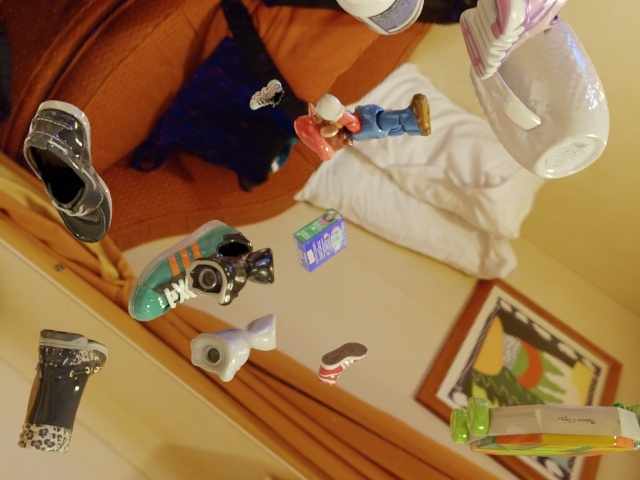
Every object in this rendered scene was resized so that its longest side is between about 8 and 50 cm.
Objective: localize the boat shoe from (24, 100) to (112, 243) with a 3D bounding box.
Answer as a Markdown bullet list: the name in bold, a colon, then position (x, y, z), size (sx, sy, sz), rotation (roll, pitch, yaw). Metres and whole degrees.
- **boat shoe**: position (-0.327, -0.067, 0.839), size (0.233, 0.084, 0.079), rotation (97, -5, -52)

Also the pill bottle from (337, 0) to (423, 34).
- **pill bottle**: position (0.115, -0.535, 1.362), size (0.153, 0.153, 0.265), rotation (-56, 164, 17)

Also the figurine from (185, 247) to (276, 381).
- **figurine**: position (-0.140, 0.124, 1.180), size (0.209, 0.092, 0.215), rotation (-13, 103, -62)

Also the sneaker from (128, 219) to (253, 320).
- **sneaker**: position (-0.268, 0.068, 1.374), size (0.302, 0.121, 0.108), rotation (-46, 143, -33)

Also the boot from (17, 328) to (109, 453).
- **boot**: position (-0.411, 0.244, 1.037), size (0.236, 0.085, 0.178), rotation (109, -12, -72)

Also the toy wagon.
- **toy wagon**: position (0.346, 0.301, 1.022), size (0.344, 0.267, 0.068), rotation (94, -1, -67)

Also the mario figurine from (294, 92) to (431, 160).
- **mario figurine**: position (0.092, -0.301, 1.521), size (0.198, 0.321, 0.170), rotation (70, 19, -48)

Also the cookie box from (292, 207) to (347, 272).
- **cookie box**: position (0.000, 0.000, 1.337), size (0.107, 0.040, 0.092), rotation (-35, 141, -23)

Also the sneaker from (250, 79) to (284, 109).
- **sneaker**: position (-0.133, -0.352, 1.627), size (0.098, 0.069, 0.038), rotation (-41, 142, 19)

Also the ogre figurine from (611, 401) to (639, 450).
- **ogre figurine**: position (0.792, 0.479, 1.664), size (0.118, 0.197, 0.097), rotation (-22, 123, -13)

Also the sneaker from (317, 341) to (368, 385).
- **sneaker**: position (0.041, 0.247, 1.295), size (0.118, 0.042, 0.067), rotation (-12, 132, -38)

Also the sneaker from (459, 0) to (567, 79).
- **sneaker**: position (0.245, -0.278, 0.818), size (0.104, 0.095, 0.236), rotation (-20, 178, 0)

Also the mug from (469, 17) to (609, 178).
- **mug**: position (0.509, -0.338, 1.550), size (0.374, 0.328, 0.276), rotation (13, 142, -38)
